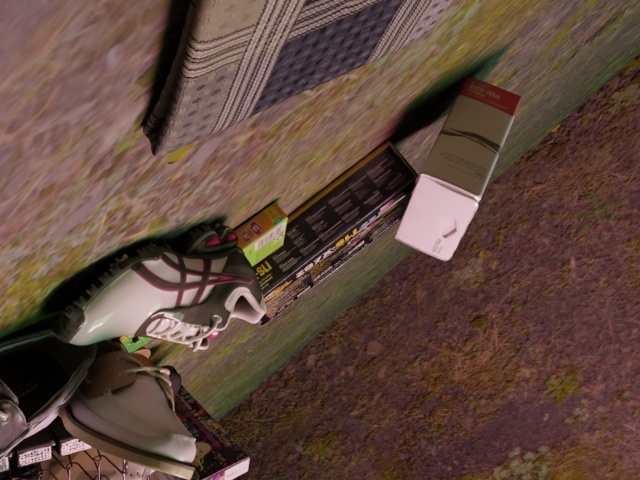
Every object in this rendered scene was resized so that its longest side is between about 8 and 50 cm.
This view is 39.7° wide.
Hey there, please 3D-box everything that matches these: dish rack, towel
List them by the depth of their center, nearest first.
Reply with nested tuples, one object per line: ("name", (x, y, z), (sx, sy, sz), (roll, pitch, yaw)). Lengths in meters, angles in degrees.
("towel", (0.026, -0.204, 0.619), (0.312, 0.056, 0.324), (-30, 170, -29))
("dish rack", (-0.343, 0.346, 1.129), (0.208, 0.074, 0.272), (-8, 114, -31))

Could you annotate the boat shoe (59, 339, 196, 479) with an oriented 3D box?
("boat shoe", (-0.221, 0.174, 0.984), (0.302, 0.113, 0.103), (12, -106, 51))

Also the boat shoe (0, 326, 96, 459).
("boat shoe", (-0.331, 0.156, 0.816), (0.119, 0.121, 0.335), (-51, 178, 24))

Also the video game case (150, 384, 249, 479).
("video game case", (-0.267, 0.334, 1.441), (0.210, 0.232, 0.042), (-21, 134, -37))

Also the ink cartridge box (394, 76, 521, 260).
("ink cartridge box", (0.198, -0.103, 1.277), (0.159, 0.092, 0.218), (106, 8, -54))

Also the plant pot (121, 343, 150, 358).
("plant pot", (-0.343, 0.213, 1.234), (0.236, 0.032, 0.236), (-38, 171, -7))

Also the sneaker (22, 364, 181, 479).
("sneaker", (-0.293, 0.325, 1.326), (0.330, 0.146, 0.122), (-45, 163, -42))

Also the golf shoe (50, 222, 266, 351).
("golf shoe", (-0.159, 0.065, 0.959), (0.105, 0.120, 0.273), (-43, 168, 37))

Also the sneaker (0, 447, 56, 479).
("sneaker", (-0.487, 0.392, 1.341), (0.235, 0.094, 0.153), (-44, 168, -43))

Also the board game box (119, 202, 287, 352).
("board game box", (-0.156, 0.052, 1.164), (0.259, 0.039, 0.124), (-39, 171, -15))

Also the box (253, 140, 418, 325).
("box", (0.000, 0.000, 1.383), (0.322, 0.079, 0.257), (-38, 169, -4))
